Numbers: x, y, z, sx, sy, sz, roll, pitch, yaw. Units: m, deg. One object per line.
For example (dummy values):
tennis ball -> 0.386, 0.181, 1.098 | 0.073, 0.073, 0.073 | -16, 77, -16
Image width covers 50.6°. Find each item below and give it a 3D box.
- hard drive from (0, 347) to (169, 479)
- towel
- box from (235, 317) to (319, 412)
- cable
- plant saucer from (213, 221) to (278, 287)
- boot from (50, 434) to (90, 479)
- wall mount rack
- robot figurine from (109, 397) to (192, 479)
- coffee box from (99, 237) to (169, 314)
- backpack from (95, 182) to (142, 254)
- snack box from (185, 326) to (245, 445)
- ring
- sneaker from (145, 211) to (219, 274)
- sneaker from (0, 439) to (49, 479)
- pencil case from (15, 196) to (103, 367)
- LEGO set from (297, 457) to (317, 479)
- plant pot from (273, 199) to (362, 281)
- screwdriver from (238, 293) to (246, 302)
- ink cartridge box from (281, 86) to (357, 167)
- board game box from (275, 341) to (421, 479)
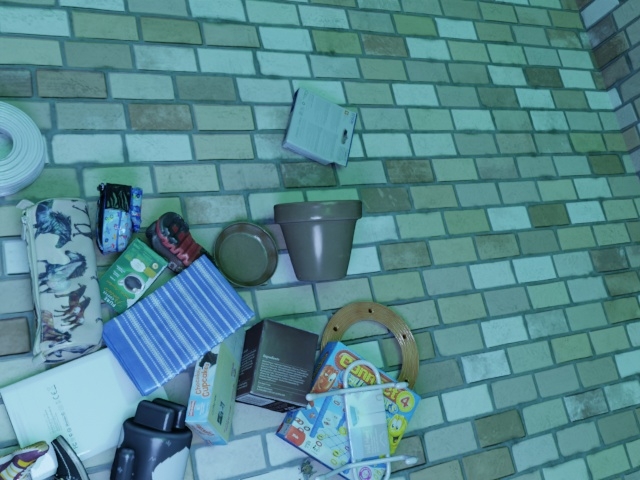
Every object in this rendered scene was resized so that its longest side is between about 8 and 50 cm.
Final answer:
hard drive -> -0.565, 0.404, 1.663 | 0.352, 0.047, 0.233 | -20, 81, -30
towel -> -0.364, 0.205, 1.700 | 0.336, 0.040, 0.243 | -36, 58, -14
box -> -0.123, 0.343, 1.832 | 0.166, 0.168, 0.203 | 19, 65, -19
cable -> -0.842, -0.242, 1.737 | 0.257, 0.089, 0.257 | -23, 83, -31
plant saucer -> -0.220, 0.045, 1.972 | 0.198, 0.036, 0.199 | 9, 67, -23
boot -> -0.610, 0.578, 1.524 | 0.178, 0.085, 0.237 | -25, 109, -29
wall mount rack -> 0.097, 0.495, 1.787 | 0.304, 0.130, 0.350 | -3, 80, -20
robot figurine -> -0.398, 0.522, 1.602 | 0.209, 0.173, 0.278 | 15, 85, -30
coffee box -> -0.498, 0.095, 1.775 | 0.113, 0.040, 0.184 | 39, 83, -8
backpack -> -0.532, -0.049, 1.781 | 0.116, 0.158, 0.174 | 4, 73, -18
snack box -> -0.262, 0.337, 1.730 | 0.060, 0.187, 0.322 | -2, 56, 11
ring -> 0.149, 0.350, 2.046 | 0.336, 0.032, 0.337 | 9, 67, -23
sneaker -> -0.380, 0.046, 1.859 | 0.276, 0.135, 0.098 | 57, 42, -25
sneaker -> -0.667, 0.509, 1.511 | 0.069, 0.185, 0.084 | -5, 71, -64
pencil case -> -0.643, 0.100, 1.667 | 0.183, 0.159, 0.411 | 2, 70, -42
LEGO set -> -0.043, 0.636, 1.854 | 0.054, 0.023, 0.083 | 34, 74, -9
plant pot -> 0.000, 0.000, 1.996 | 0.262, 0.263, 0.230 | -5, 91, -28
screwdriver -> -0.271, 0.118, 1.932 | 0.170, 0.024, 0.025 | 42, 30, -14
ink cartridge box -> 0.000, -0.365, 2.225 | 0.223, 0.045, 0.224 | 22, 64, -19
board game box -> 0.083, 0.492, 1.900 | 0.308, 0.086, 0.302 | 35, 70, -11
